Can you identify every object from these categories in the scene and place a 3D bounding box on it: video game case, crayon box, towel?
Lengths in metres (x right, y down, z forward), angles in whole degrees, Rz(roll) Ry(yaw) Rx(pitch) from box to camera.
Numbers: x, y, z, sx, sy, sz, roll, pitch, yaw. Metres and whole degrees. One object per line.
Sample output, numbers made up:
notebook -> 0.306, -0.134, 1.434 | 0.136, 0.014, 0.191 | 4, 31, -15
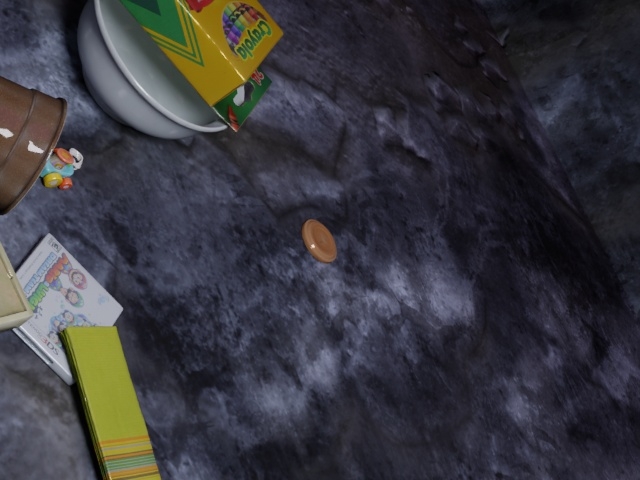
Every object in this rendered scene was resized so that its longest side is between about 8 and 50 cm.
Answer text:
video game case -> -0.331, 0.084, 1.552 | 0.143, 0.019, 0.157 | 48, 33, -16
crayon box -> -0.176, -0.339, 1.842 | 0.318, 0.081, 0.202 | 49, 31, -15
towel -> -0.256, 0.219, 1.520 | 0.102, 0.021, 0.237 | 9, 59, -62

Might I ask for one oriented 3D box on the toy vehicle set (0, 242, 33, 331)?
toy vehicle set -> -0.461, 0.043, 1.366 | 0.267, 0.035, 0.166 | -14, 74, -54

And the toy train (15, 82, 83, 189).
toy train -> -0.382, -0.147, 1.664 | 0.166, 0.046, 0.125 | 43, 34, -23

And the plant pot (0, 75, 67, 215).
plant pot -> -0.423, -0.142, 1.500 | 0.165, 0.167, 0.167 | 31, 39, -27

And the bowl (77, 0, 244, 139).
bowl -> -0.265, -0.264, 1.856 | 0.298, 0.134, 0.298 | 37, 36, -33

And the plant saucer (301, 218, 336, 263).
plant saucer -> 0.000, 0.000, 2.119 | 0.083, 0.013, 0.083 | 35, 37, -32
